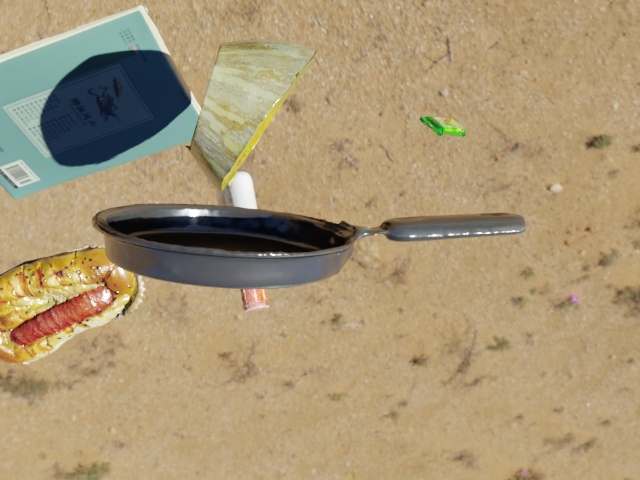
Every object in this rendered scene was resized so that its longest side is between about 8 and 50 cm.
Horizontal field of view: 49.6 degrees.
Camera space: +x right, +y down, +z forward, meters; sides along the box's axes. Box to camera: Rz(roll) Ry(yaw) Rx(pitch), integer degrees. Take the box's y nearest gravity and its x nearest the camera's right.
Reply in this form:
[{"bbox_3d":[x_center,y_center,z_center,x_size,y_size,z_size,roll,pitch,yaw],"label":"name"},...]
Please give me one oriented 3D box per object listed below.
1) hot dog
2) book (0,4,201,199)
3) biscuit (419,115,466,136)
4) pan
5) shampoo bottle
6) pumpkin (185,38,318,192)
[{"bbox_3d":[-0.352,0.082,0.928,0.252,0.069,0.131,-22,103,9],"label":"hot dog"},{"bbox_3d":[-0.398,-0.207,1.114,0.379,0.031,0.264,-17,141,5],"label":"book"},{"bbox_3d":[0.198,-0.181,1.093,0.089,0.046,0.016,-6,134,-50],"label":"biscuit"},{"bbox_3d":[0.000,0.000,0.373,0.235,0.136,0.028,0,102,-10],"label":"pan"},{"bbox_3d":[-0.124,0.005,1.124,0.051,0.221,0.108,-7,168,-28],"label":"shampoo bottle"},{"bbox_3d":[-0.102,-0.171,0.859,0.110,0.217,0.217,32,120,-13],"label":"pumpkin"}]
